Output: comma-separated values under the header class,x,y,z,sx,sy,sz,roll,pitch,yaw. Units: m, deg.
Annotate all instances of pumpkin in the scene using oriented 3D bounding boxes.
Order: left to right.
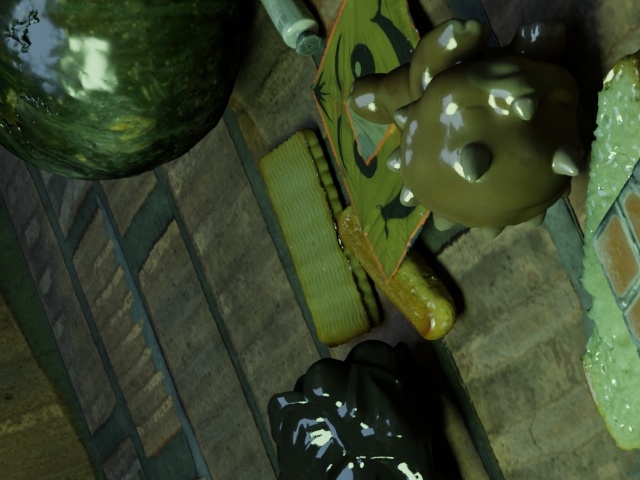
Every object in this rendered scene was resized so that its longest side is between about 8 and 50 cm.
class,x,y,z,sx,sy,sz,roll,pitch,yaw
pumpkin,-0.276,-0.290,2.062,0.454,0.344,0.454,173,90,-70

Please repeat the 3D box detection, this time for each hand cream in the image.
class,x,y,z,sx,sy,sz,roll,pitch,yaw
hand cream,-0.049,-0.282,1.954,0.067,0.042,0.194,88,159,-49

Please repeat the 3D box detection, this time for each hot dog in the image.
class,x,y,z,sx,sy,sz,roll,pitch,yaw
hot dog,0.088,0.028,1.848,0.215,0.047,0.066,48,132,45

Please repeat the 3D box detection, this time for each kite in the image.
class,x,y,z,sx,sy,sz,roll,pitch,yaw
kite,0.053,-0.140,1.798,0.327,0.013,0.377,-153,56,-65

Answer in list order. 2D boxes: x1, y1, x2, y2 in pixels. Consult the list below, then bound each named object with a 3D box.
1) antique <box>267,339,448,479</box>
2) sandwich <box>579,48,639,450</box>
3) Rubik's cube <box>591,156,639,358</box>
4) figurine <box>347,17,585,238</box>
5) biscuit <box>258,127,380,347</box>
class,x,y,z,sx,sy,sz,roll,pitch,yaw
antique,0.051,0.254,1.917,0.255,0.185,0.322,68,160,7
sandwich,0.272,0.017,1.353,0.288,0.100,0.254,67,156,11
Rubik's cube,0.323,-0.005,1.006,0.319,0.319,0.264,4,84,66
figurine,0.137,-0.086,1.492,0.247,0.177,0.173,-19,70,56
biscuit,0.000,0.000,2.050,0.172,0.029,0.254,-27,80,66
